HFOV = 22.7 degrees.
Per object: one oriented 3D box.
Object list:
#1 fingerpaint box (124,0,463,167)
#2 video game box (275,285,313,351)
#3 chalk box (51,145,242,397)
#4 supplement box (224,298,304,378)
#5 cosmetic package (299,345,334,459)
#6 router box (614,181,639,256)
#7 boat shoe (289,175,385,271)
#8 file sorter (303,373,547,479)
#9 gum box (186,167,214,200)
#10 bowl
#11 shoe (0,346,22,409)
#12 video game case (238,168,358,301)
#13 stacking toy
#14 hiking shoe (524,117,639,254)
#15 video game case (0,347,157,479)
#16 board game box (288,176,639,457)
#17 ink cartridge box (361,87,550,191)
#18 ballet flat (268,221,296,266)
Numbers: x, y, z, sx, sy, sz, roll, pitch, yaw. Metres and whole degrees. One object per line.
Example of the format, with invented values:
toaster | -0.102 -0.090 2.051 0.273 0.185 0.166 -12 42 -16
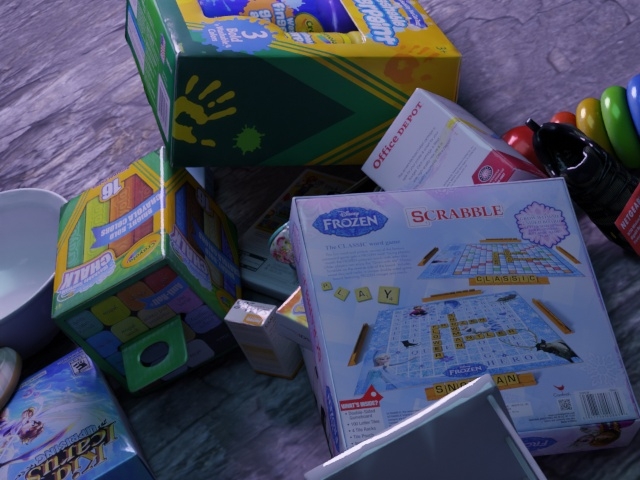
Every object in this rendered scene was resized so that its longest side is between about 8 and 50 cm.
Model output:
fingerpaint box | -0.054 -0.267 2.177 0.371 0.163 0.445 -1 29 -14
video game box | 0.083 0.067 1.808 0.187 0.048 0.205 24 53 27
chalk box | -0.216 0.061 2.012 0.180 0.179 0.289 -28 37 16
supplement box | -0.067 0.120 1.943 0.062 0.098 0.036 8 50 36
cosmetic package | 0.022 0.144 1.853 0.060 0.099 0.239 0 35 -14
router box | 0.508 0.019 1.550 0.335 0.082 0.301 -24 67 -24
boat shoe | 0.026 -0.032 2.047 0.183 0.066 0.066 -39 38 -15
file sorter | 0.142 0.305 1.469 0.192 0.278 0.173 -28 42 -2
gum box | -0.227 -0.024 2.251 0.157 0.041 0.184 -19 38 10
bowl | -0.439 0.075 2.186 0.297 0.134 0.298 -16 40 14
shoe | -0.455 0.208 2.005 0.076 0.058 0.219 7 48 38
video game case | 0.000 0.000 2.104 0.227 0.026 0.206 17 56 43
stacking toy | 0.371 -0.134 1.975 0.330 0.141 0.141 -20 38 21
hiking shoe | 0.325 -0.058 1.860 0.227 0.114 0.086 41 104 24
video game case | -0.362 0.276 1.968 0.269 0.061 0.244 -31 39 -5
board game box | 0.147 0.085 1.714 0.318 0.066 0.318 -4 56 -11
ink cartridge box | 0.168 -0.078 1.939 0.176 0.127 0.128 44 106 30
ballet flat | 0.045 -0.007 1.941 0.241 0.091 0.077 -18 55 -42
